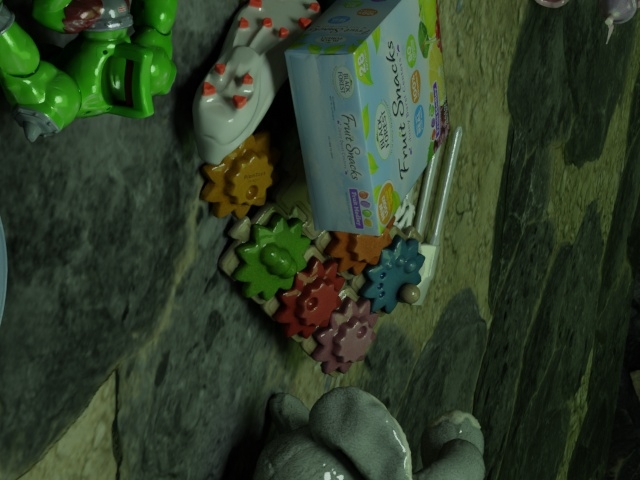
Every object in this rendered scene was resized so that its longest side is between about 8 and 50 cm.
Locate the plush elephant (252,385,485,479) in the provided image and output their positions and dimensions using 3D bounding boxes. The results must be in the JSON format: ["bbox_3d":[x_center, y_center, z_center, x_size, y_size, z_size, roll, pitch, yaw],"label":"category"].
[{"bbox_3d":[0.020,0.260,1.295,0.255,0.272,0.330,50,9,-20],"label":"plush elephant"}]

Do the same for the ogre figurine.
[{"bbox_3d":[-0.152,-0.136,0.835,0.197,0.097,0.118,-52,137,-66],"label":"ogre figurine"}]

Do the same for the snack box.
[{"bbox_3d":[0.049,-0.129,1.158,0.207,0.070,0.174,-53,141,-49],"label":"snack box"}]

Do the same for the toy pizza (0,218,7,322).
[{"bbox_3d":[-0.256,0.040,0.764,0.201,0.032,0.201,12,90,-68],"label":"toy pizza"}]

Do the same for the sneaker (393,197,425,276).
[{"bbox_3d":[0.051,-0.043,1.356,0.090,0.095,0.235,-62,151,-29],"label":"sneaker"}]

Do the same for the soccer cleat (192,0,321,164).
[{"bbox_3d":[-0.058,-0.144,1.099,0.196,0.068,0.076,-60,173,-41],"label":"soccer cleat"}]

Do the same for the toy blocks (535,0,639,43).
[{"bbox_3d":[0.445,-0.442,1.780,0.260,0.309,0.288,-52,146,-57],"label":"toy blocks"}]

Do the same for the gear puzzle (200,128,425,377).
[{"bbox_3d":[0.000,0.000,1.223,0.175,0.044,0.339,-52,138,-9],"label":"gear puzzle"}]

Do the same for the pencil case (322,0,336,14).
[{"bbox_3d":[0.037,-0.228,1.263,0.070,0.065,0.151,22,82,-63],"label":"pencil case"}]

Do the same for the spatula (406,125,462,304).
[{"bbox_3d":[0.127,-0.036,1.641,0.168,0.019,0.242,7,95,-62],"label":"spatula"}]
